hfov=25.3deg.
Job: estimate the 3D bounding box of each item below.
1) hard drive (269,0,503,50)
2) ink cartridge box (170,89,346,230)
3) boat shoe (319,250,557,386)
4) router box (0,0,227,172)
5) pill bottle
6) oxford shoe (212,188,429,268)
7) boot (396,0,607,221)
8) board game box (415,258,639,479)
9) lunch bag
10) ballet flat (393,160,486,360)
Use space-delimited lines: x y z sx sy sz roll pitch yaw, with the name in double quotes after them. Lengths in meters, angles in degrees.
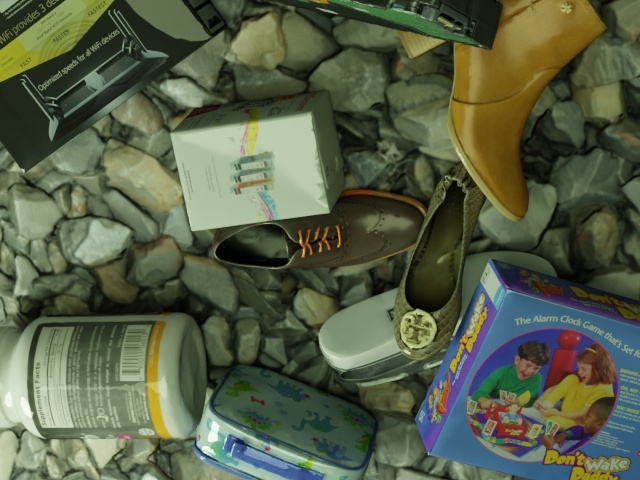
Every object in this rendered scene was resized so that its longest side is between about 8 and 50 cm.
0.006 -0.283 1.536 0.339 0.237 0.064 17 96 22 "hard drive"
-0.070 -0.098 1.713 0.176 0.128 0.127 -6 107 12 "ink cartridge box"
0.152 0.107 1.764 0.301 0.108 0.102 -21 136 4 "boat shoe"
-0.308 -0.265 1.724 0.309 0.081 0.243 -32 100 19 "router box"
-0.297 0.174 1.832 0.278 0.162 0.162 -2 108 12 "pill bottle"
0.000 0.000 1.749 0.271 0.098 0.097 -7 107 13 "oxford shoe"
0.238 -0.187 1.639 0.211 0.104 0.295 -27 98 18 "boot"
0.320 0.180 1.704 0.347 0.078 0.233 16 112 -17 "board game box"
-0.044 0.250 1.803 0.219 0.176 0.090 21 111 2 "lunch bag"
0.142 0.020 1.690 0.084 0.058 0.250 16 79 21 "ballet flat"
